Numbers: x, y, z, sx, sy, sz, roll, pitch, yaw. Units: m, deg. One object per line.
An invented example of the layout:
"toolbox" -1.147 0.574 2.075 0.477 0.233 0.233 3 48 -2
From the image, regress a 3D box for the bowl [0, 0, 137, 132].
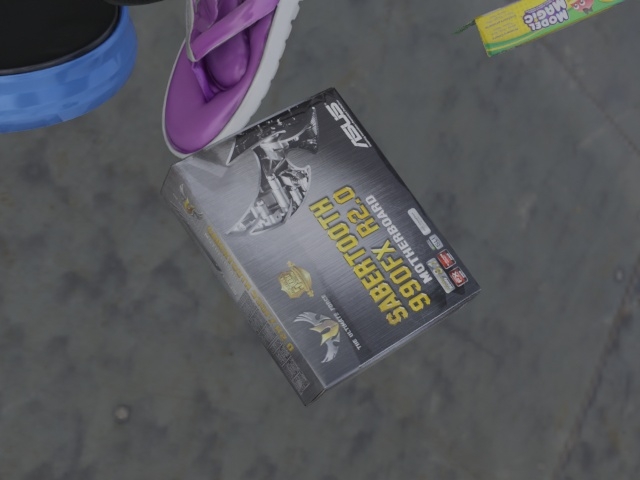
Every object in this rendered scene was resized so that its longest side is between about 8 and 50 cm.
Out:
"bowl" -0.438 -0.279 1.616 0.391 0.391 0.077 -29 141 -36

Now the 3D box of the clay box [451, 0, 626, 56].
"clay box" 0.267 -0.268 1.445 0.053 0.222 0.127 67 14 -5

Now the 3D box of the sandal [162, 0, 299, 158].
"sandal" -0.099 -0.296 1.451 0.102 0.169 0.416 25 91 -43

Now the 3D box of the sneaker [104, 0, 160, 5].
"sneaker" -0.109 -0.348 1.091 0.314 0.136 0.116 -52 144 8

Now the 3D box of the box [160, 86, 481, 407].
"box" 0.000 0.000 1.065 0.183 0.056 0.231 -28 77 -30
